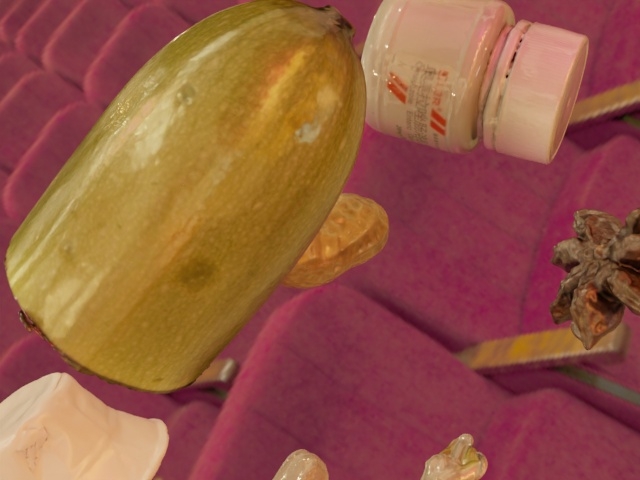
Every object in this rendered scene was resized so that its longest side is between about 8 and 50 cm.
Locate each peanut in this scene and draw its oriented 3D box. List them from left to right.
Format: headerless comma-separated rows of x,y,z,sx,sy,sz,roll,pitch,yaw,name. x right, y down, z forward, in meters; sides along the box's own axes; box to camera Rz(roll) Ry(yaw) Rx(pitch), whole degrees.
0.000,0.000,1.731,0.305,0.147,0.147,-28,9,-36,peanut

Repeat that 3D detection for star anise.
0.349,0.042,1.191,0.212,0.073,0.197,-5,62,61,star anise

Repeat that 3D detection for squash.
-0.048,-0.030,0.451,0.187,0.123,0.123,-47,23,19,squash

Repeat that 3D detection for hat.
-0.262,0.210,0.956,0.203,0.126,0.203,-31,17,11,hat

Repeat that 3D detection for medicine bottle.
0.233,-0.250,1.481,0.302,0.241,0.241,18,60,18,medicine bottle

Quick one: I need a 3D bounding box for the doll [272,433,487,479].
0.056,0.403,1.270,0.423,0.161,0.348,-10,38,22,doll
